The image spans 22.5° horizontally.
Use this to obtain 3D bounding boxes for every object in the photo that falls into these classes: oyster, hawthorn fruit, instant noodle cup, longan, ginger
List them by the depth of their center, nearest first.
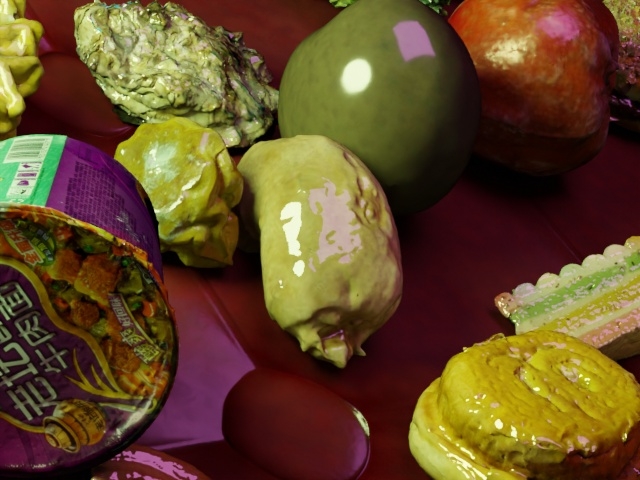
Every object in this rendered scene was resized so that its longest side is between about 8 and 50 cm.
[{"bbox_3d":[-0.233,0.038,1.305,0.251,0.251,0.190,18,27,-11],"label":"instant noodle cup"},{"bbox_3d":[0.000,0.000,1.572,0.138,0.152,0.267,10,40,-34],"label":"ginger"},{"bbox_3d":[0.061,-0.146,1.703,0.248,0.248,0.248,16,35,-12],"label":"longan"},{"bbox_3d":[-0.155,-0.192,1.777,0.259,0.092,0.198,17,39,-16],"label":"oyster"},{"bbox_3d":[0.218,-0.197,1.910,0.271,0.242,0.242,7,33,12],"label":"hawthorn fruit"}]

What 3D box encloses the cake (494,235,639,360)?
[{"bbox_3d":[0.300,0.066,1.715,0.225,0.090,0.109,-9,51,-38],"label":"cake"}]

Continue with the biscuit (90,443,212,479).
[{"bbox_3d":[-0.111,0.245,1.272,0.144,0.033,0.224,8,39,-23],"label":"biscuit"}]

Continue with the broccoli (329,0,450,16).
[{"bbox_3d":[0.120,-0.384,2.132,0.397,0.275,0.353,30,47,-29],"label":"broccoli"}]

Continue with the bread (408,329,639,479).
[{"bbox_3d":[0.200,0.172,1.473,0.236,0.120,0.198,-14,38,-38],"label":"bread"}]

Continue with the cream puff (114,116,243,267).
[{"bbox_3d":[-0.134,-0.042,1.572,0.116,0.146,0.146,47,11,-49],"label":"cream puff"}]

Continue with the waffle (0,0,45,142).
[{"bbox_3d":[-0.427,-0.155,1.505,0.324,0.151,0.261,6,43,-20],"label":"waffle"}]

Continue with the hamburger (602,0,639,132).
[{"bbox_3d":[0.438,-0.246,2.164,0.243,0.139,0.262,6,40,-24],"label":"hamburger"}]
